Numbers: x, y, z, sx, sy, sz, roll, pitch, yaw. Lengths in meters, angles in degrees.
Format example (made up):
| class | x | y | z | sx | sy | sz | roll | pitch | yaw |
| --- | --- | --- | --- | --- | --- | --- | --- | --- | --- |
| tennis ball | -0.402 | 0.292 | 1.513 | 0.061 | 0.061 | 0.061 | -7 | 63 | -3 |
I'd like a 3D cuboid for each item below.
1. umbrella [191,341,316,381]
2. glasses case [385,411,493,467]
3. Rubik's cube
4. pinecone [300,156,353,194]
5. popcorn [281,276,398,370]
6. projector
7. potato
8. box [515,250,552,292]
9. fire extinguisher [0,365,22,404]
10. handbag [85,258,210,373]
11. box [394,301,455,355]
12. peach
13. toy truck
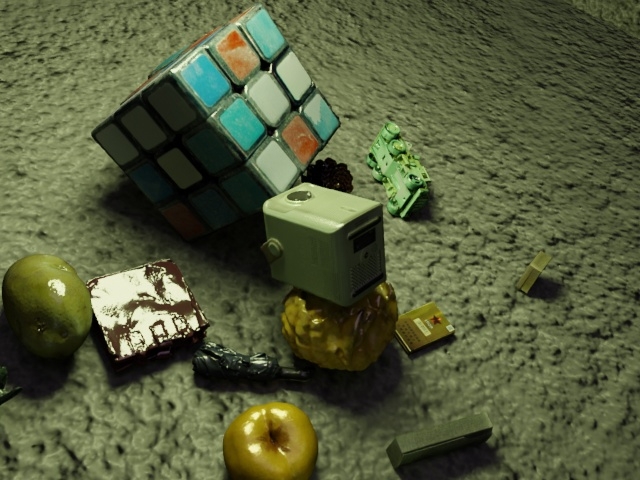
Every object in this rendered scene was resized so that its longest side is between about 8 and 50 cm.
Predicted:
| class | x | y | z | sx | sy | sz | roll | pitch | yaw |
| --- | --- | --- | --- | --- | --- | --- | --- | --- | --- |
| umbrella | -0.133 | 0.256 | 1.331 | 0.248 | 0.071 | 0.071 | 12 | 48 | -5 |
| glasses case | 0.235 | 0.391 | 1.295 | 0.205 | 0.071 | 0.047 | -8 | 55 | -20 |
| Rubik's cube | -0.225 | -0.257 | 1.490 | 0.363 | 0.362 | 0.359 | 52 | 48 | -24 |
| pinecone | 0.013 | -0.144 | 1.682 | 0.121 | 0.140 | 0.140 | 10 | 37 | 43 |
| popcorn | 0.041 | 0.164 | 1.372 | 0.250 | 0.190 | 0.250 | 4 | 52 | -5 |
| projector | 0.000 | 0.000 | 1.308 | 0.242 | 0.177 | 0.163 | 18 | 34 | 41 |
| potato | -0.538 | 0.118 | 1.290 | 0.159 | 0.174 | 0.251 | 22 | 12 | -44 |
| box | 0.522 | 0.079 | 1.628 | 0.035 | 0.083 | 0.079 | 35 | 44 | 17 |
| fire extinguisher | -0.672 | 0.212 | 1.216 | 0.311 | 0.114 | 0.095 | 37 | 6 | 18 |
| handbag | -0.359 | 0.153 | 1.365 | 0.203 | 0.074 | 0.216 | -21 | 58 | -28 |
| box | 0.227 | 0.197 | 1.496 | 0.133 | 0.023 | 0.090 | -19 | 57 | -27 |
| peach | -0.087 | 0.380 | 1.208 | 0.179 | 0.103 | 0.179 | 5 | 47 | -5 |
| toy truck | 0.228 | -0.187 | 1.773 | 0.135 | 0.128 | 0.259 | 7 | 46 | -26 |
